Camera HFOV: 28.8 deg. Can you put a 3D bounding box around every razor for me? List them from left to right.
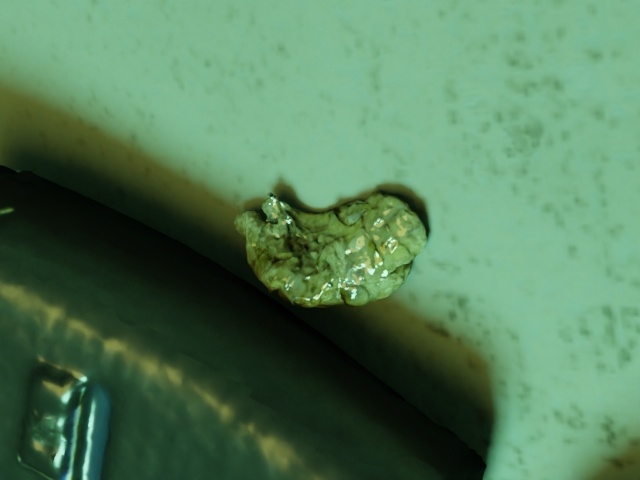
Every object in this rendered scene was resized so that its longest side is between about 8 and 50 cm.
[{"bbox_3d":[-0.086,0.091,0.624,0.326,0.107,0.189,27,122,19],"label":"razor"}]

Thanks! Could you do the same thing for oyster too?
[{"bbox_3d":[0.000,0.000,0.574,0.081,0.038,0.083,48,129,8],"label":"oyster"}]
